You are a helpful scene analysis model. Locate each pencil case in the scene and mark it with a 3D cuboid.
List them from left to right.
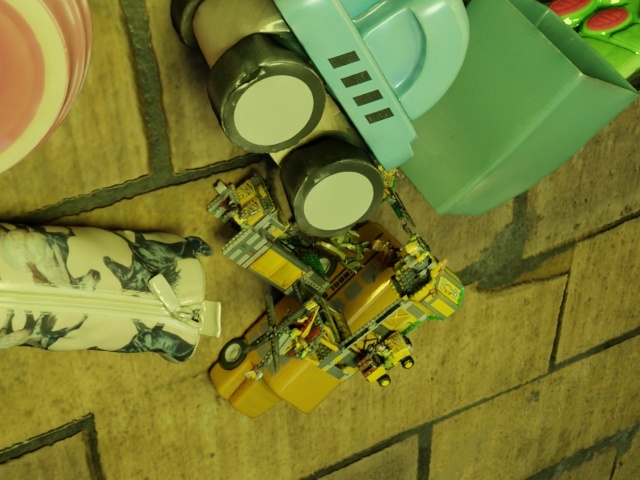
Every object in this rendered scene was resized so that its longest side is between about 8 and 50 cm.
[{"bbox_3d":[-0.315,0.052,0.908,0.410,0.183,0.160,7,82,-39],"label":"pencil case"}]

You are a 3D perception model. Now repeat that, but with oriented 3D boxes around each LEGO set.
[{"bbox_3d":[0.000,0.000,1.019,0.255,0.331,0.192,-34,135,21],"label":"LEGO set"}]

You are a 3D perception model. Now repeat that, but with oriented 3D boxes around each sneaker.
[{"bbox_3d":[0.414,-0.259,1.159,0.483,0.185,0.202,-33,141,-13],"label":"sneaker"}]

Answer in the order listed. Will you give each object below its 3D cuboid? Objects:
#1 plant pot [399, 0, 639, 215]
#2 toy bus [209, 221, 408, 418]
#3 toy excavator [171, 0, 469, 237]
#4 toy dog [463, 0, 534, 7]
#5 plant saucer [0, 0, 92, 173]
[{"bbox_3d":[0.207,-0.147,0.993,0.165,0.165,0.234,-2,138,-50],"label":"plant pot"},{"bbox_3d":[0.002,0.129,1.211,0.332,0.130,0.108,-45,134,2],"label":"toy bus"},{"bbox_3d":[0.060,-0.285,0.843,0.445,0.222,0.433,-33,136,5],"label":"toy excavator"},{"bbox_3d":[0.213,-0.364,0.981,0.220,0.161,0.334,1,120,-33],"label":"toy dog"},{"bbox_3d":[-0.363,-0.161,0.764,0.332,0.084,0.332,-22,142,-18],"label":"plant saucer"}]
